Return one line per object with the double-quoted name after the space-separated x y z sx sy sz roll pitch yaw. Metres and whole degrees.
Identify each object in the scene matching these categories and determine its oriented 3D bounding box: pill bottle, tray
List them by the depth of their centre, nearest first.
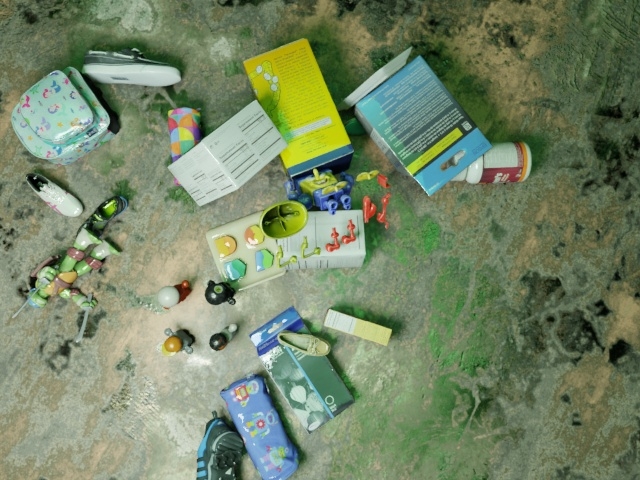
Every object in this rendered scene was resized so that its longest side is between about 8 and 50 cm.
0.148 -0.447 1.408 0.145 0.270 0.030 -41 99 -27 "tray"
0.498 -0.231 1.472 0.221 0.121 0.121 -3 84 -1 "pill bottle"

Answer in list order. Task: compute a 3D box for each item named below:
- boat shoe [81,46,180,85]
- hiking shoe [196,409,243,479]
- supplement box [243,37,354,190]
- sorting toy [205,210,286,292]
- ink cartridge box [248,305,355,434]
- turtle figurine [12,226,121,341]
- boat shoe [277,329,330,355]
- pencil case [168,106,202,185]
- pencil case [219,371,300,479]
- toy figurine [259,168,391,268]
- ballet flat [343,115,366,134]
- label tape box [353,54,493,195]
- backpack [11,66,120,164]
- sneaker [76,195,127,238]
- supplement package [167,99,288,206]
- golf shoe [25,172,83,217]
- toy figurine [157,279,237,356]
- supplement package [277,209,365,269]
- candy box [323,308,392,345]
-0.573 -0.537 1.505 0.301 0.108 0.102 3 85 7 "boat shoe"
-0.295 0.642 1.381 0.113 0.132 0.304 11 102 -35 "hiking shoe"
-0.063 -0.357 1.442 0.195 0.194 0.357 -22 84 -3 "supplement box"
-0.223 0.035 1.473 0.192 0.038 0.208 -21 84 -3 "sorting toy"
-0.058 0.369 1.427 0.165 0.065 0.333 -35 84 -4 "ink cartridge box"
-0.683 0.118 1.383 0.266 0.274 0.198 -51 121 -9 "turtle figurine"
-0.046 0.287 1.379 0.152 0.048 0.056 19 83 0 "boat shoe"
-0.395 -0.281 1.478 0.104 0.104 0.237 -4 85 -1 "pencil case"
-0.163 0.521 1.380 0.133 0.119 0.306 -24 84 -23 "pencil case"
-0.014 -0.099 1.341 0.362 0.217 0.191 -22 125 -14 "toy figurine"
0.167 -0.376 1.520 0.213 0.072 0.068 -10 56 -3 "ballet flat"
0.289 -0.320 1.428 0.240 0.106 0.334 -38 89 -4 "label tape box"
-0.755 -0.351 1.441 0.253 0.191 0.225 -34 91 2 "backpack"
-0.656 -0.064 1.458 0.067 0.078 0.188 43 87 3 "sneaker"
-0.253 -0.227 1.327 0.204 0.261 0.145 -47 110 -30 "supplement package"
-0.791 -0.132 1.462 0.186 0.086 0.068 35 83 2 "golf shoe"
-0.341 0.216 1.384 0.212 0.148 0.210 -1 89 4 "toy figurine"
0.000 0.000 1.422 0.243 0.134 0.139 -1 71 -1 "supplement package"
0.103 0.247 1.419 0.186 0.109 0.053 19 83 2 "candy box"
